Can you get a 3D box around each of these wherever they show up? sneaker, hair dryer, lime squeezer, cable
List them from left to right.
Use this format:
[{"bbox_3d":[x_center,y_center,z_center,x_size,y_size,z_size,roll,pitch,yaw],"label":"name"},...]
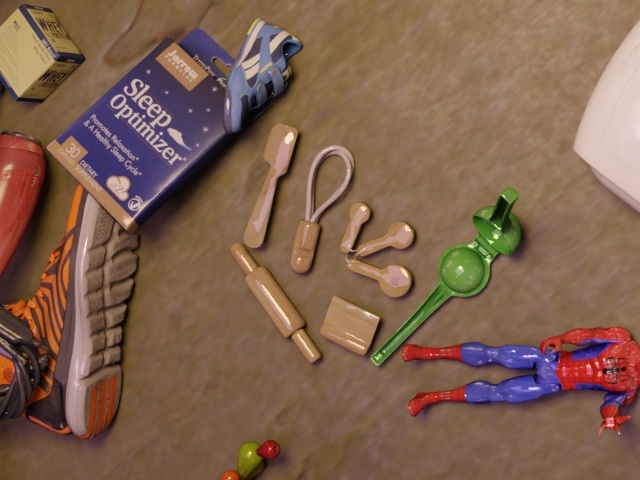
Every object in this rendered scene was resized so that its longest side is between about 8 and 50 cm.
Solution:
[{"bbox_3d":[-0.404,0.125,1.419,0.184,0.047,0.151,31,117,0],"label":"cable"},{"bbox_3d":[-0.420,-0.062,1.498,0.223,0.080,0.294,-39,54,22],"label":"hair dryer"},{"bbox_3d":[-0.324,0.067,1.460,0.180,0.124,0.321,12,98,20],"label":"sneaker"},{"bbox_3d":[-0.066,-0.176,1.347,0.059,0.053,0.144,19,67,4],"label":"sneaker"},{"bbox_3d":[0.152,0.029,1.278,0.059,0.110,0.310,34,138,0],"label":"lime squeezer"}]

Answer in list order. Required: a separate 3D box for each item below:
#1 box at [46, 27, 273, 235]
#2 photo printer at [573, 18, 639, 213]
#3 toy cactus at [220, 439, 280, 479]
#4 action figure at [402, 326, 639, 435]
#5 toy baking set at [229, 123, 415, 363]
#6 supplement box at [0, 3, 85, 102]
[{"bbox_3d":[-0.176,-0.130,1.382,0.225,0.036,0.136,-44,76,-9],"label":"box"},{"bbox_3d":[0.409,-0.100,1.152,0.307,0.107,0.256,39,107,16],"label":"photo printer"},{"bbox_3d":[-0.094,0.332,1.412,0.180,0.112,0.219,-4,95,41],"label":"toy cactus"},{"bbox_3d":[0.212,0.138,1.241,0.280,0.139,0.092,-7,93,20],"label":"action figure"},{"bbox_3d":[-0.004,0.005,1.377,0.197,0.030,0.256,-44,78,16],"label":"toy baking set"},{"bbox_3d":[-0.344,-0.223,1.483,0.083,0.056,0.083,-40,79,20],"label":"supplement box"}]
